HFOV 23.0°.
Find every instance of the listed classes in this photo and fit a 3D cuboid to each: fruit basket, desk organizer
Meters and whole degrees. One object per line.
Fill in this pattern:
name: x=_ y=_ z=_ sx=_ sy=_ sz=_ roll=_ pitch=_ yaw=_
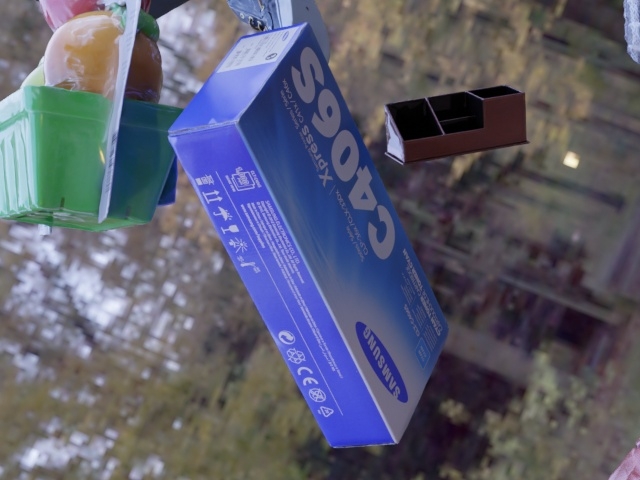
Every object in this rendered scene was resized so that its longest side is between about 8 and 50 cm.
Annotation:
fruit basket: x=-0.202 y=-0.182 z=1.485 sx=0.327 sy=0.165 sz=0.353 roll=172 pitch=111 yaw=-68
desk organizer: x=0.128 y=-0.110 z=1.485 sx=0.047 sy=0.130 sz=0.050 roll=-140 pitch=42 yaw=-65

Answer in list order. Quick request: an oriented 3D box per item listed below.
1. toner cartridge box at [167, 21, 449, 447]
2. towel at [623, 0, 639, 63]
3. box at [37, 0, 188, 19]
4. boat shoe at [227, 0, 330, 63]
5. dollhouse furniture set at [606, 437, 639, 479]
toner cartridge box: x=0.000 y=0.000 z=1.389 sx=0.348 sy=0.075 sz=0.165 roll=64 pitch=-144 yaw=-28
towel: x=0.319 y=-0.236 z=1.078 sx=0.121 sy=0.235 sz=0.283 roll=121 pitch=155 yaw=-60
box: x=-0.206 y=-0.455 z=1.898 sx=0.183 sy=0.296 sz=0.294 roll=8 pitch=-113 yaw=-47
boat shoe: x=-0.049 y=-0.247 z=1.760 sx=0.083 sy=0.183 sz=0.065 roll=-30 pitch=-26 yaw=32
dollhouse furniture set: x=0.442 y=0.299 z=1.618 sx=0.152 sy=0.201 sz=0.374 roll=-52 pitch=4 yaw=1
